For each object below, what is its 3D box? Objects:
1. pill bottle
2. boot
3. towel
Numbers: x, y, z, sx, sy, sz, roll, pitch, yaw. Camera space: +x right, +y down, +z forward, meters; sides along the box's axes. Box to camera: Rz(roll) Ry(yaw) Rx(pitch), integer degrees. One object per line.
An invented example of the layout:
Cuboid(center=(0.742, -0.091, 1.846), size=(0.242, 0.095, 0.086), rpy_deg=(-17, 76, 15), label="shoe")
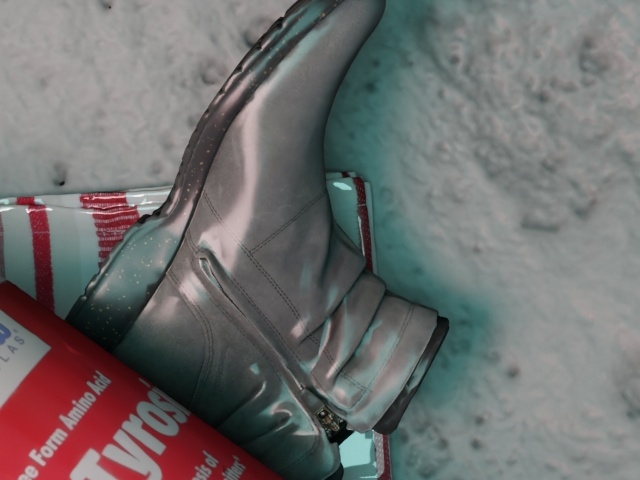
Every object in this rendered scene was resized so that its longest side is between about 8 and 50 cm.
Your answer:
Cuboid(center=(-0.201, 0.161, 1.168), size=(0.407, 0.229, 0.229), rpy_deg=(36, 95, -1), label="pill bottle")
Cuboid(center=(0.000, 0.000, 1.246), size=(0.222, 0.118, 0.338), rpy_deg=(34, 107, -2), label="boot")
Cuboid(center=(-0.120, 0.079, 1.321), size=(0.328, 0.037, 0.237), rpy_deg=(-5, 92, 6), label="towel")
